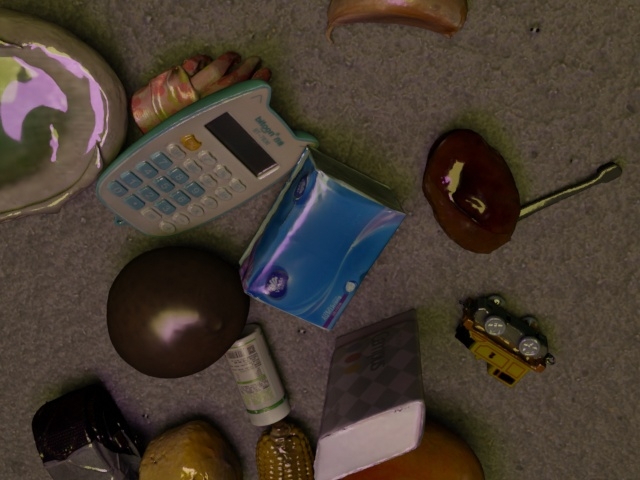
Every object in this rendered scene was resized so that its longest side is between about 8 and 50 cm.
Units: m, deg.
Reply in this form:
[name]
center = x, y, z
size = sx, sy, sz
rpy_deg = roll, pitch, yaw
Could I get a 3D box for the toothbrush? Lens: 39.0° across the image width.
[toothbrush]
center = 0.404, -0.068, 1.647
size = 0.297, 0.030, 0.030
rpy_deg = -26, 112, 13

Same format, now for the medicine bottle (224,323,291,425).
[medicine bottle]
center = -0.126, 0.261, 1.760
size = 0.086, 0.086, 0.183
rpy_deg = -16, 105, 9

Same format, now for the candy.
[candy]
center = -0.551, -0.223, 1.595
size = 0.427, 0.186, 0.386
rpy_deg = -4, 115, 4

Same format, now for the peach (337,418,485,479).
[peach]
center = 0.160, 0.479, 1.708
size = 0.333, 0.308, 0.307
rpy_deg = 17, 108, -18

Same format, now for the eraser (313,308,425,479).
[eraser]
center = 0.088, 0.255, 1.578
size = 0.213, 0.397, 0.082
rpy_deg = -22, 104, 10

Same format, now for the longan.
[longan]
center = -0.261, 0.129, 1.646
size = 0.258, 0.258, 0.257
rpy_deg = 1, 107, 4

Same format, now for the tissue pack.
[tissue pack]
center = 0.000, 0.000, 1.622
size = 0.198, 0.146, 0.263
rpy_deg = 26, 109, -21

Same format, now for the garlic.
[garlic]
center = 0.126, -0.405, 1.528
size = 0.245, 0.145, 0.164
rpy_deg = 0, 138, 7

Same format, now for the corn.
[corn]
center = -0.058, 0.526, 1.821
size = 0.121, 0.120, 0.363
rpy_deg = -4, 110, 6

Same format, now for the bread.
[bread]
center = -0.251, 0.458, 1.781
size = 0.171, 0.197, 0.197
rpy_deg = -20, 104, 18

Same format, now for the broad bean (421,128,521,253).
[broad bean]
center = 0.267, -0.087, 1.605
size = 0.156, 0.122, 0.228
rpy_deg = -29, 108, -3

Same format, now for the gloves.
[gloves]
center = -0.204, -0.253, 1.596
size = 0.241, 0.126, 0.145
rpy_deg = -17, 102, 16

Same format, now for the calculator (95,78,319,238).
[calculator]
center = -0.211, -0.131, 1.598
size = 0.386, 0.054, 0.256
rpy_deg = -32, 142, 11

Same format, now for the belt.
[belt]
center = -0.432, 0.424, 1.787
size = 0.164, 0.184, 0.289
rpy_deg = -23, 109, 6

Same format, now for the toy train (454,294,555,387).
[toy train]
center = 0.337, 0.189, 1.701
size = 0.219, 0.089, 0.127
rpy_deg = 32, 117, -6
